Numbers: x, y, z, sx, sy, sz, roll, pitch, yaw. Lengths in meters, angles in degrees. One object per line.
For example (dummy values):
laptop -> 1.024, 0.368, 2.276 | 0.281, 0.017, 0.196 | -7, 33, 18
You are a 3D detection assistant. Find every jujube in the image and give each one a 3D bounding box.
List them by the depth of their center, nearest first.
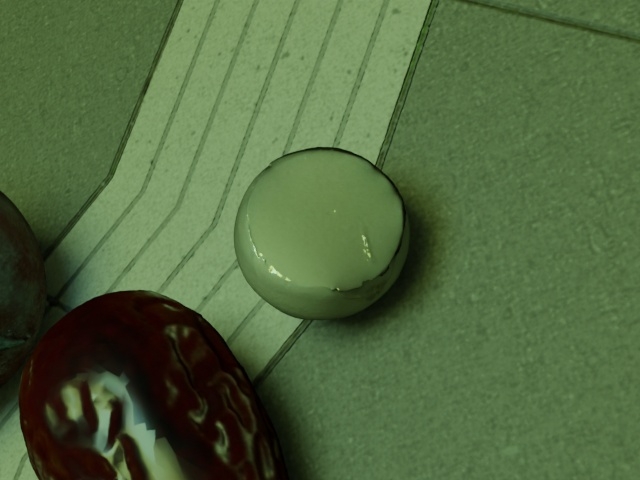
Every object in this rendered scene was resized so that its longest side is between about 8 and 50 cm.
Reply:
jujube -> -0.159, 0.194, 1.223 | 0.223, 0.223, 0.318 | -45, 56, 7

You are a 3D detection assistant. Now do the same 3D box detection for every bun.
bun -> 0.000, 0.000, 1.255 | 0.173, 0.120, 0.172 | 1, 65, -2

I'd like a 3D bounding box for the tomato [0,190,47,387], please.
tomato -> -0.470, 0.054, 1.443 | 0.316, 0.317, 0.282 | -49, 33, 4
